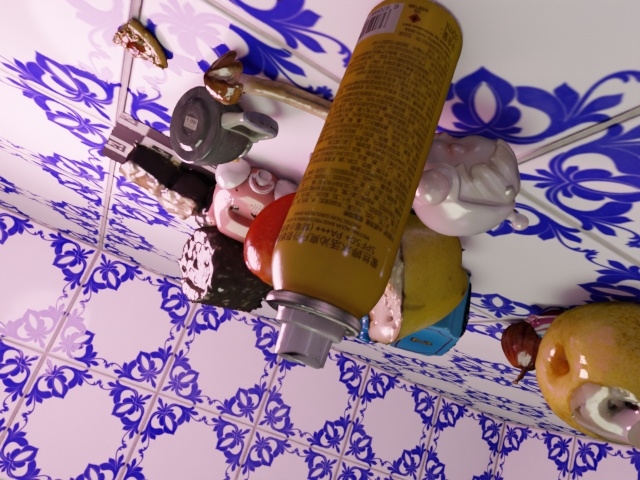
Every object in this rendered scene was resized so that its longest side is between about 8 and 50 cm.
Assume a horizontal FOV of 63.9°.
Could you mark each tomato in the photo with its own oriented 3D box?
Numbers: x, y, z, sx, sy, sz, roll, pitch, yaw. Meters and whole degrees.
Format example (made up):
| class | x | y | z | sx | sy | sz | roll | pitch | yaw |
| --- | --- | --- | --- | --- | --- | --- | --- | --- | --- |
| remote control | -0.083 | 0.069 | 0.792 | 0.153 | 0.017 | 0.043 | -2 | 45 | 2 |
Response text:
| class | x | y | z | sx | sy | sz | roll | pitch | yaw |
| --- | --- | --- | --- | --- | --- | --- | --- | --- | --- |
| tomato | 0.000 | 0.000 | 0.837 | 0.233 | 0.200 | 0.139 | 30 | 135 | 1 |

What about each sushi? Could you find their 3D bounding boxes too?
| class | x | y | z | sx | sy | sz | roll | pitch | yaw |
| --- | --- | --- | --- | --- | --- | --- | --- | --- | --- |
| sushi | -0.298 | -0.091 | 1.104 | 0.373 | 0.100 | 0.296 | 29 | 159 | -25 |

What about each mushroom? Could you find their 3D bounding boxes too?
| class | x | y | z | sx | sy | sz | roll | pitch | yaw |
| --- | --- | --- | --- | --- | --- | --- | --- | --- | --- |
| mushroom | -0.058 | -0.191 | 0.664 | 0.187 | 0.060 | 0.061 | 13 | 147 | -6 |

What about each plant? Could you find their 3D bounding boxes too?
| class | x | y | z | sx | sy | sz | roll | pitch | yaw |
| --- | --- | --- | --- | --- | --- | --- | --- | --- | --- |
| plant | -0.141 | 0.065 | 1.125 | 0.320 | 0.182 | 0.194 | 8 | 147 | -42 |

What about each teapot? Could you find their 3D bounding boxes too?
| class | x | y | z | sx | sy | sz | roll | pitch | yaw |
| --- | --- | --- | --- | --- | --- | --- | --- | --- | --- |
| teapot | -0.139 | -0.171 | 0.753 | 0.149 | 0.111 | 0.108 | -33 | 160 | 31 |

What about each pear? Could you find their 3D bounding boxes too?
| class | x | y | z | sx | sy | sz | roll | pitch | yaw |
| --- | --- | --- | --- | --- | --- | --- | --- | --- | --- |
| pear | 0.541 | 0.235 | 0.933 | 0.271 | 0.271 | 0.271 | 18 | 161 | 6 |
| pear | 0.177 | 0.066 | 0.915 | 0.178 | 0.267 | 0.267 | 3 | 163 | -8 |

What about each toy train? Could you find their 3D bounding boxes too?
| class | x | y | z | sx | sy | sz | roll | pitch | yaw |
| --- | --- | --- | --- | --- | --- | --- | --- | --- | --- |
| toy train | 0.192 | 0.148 | 1.149 | 0.265 | 0.188 | 0.300 | 13 | 159 | 7 |

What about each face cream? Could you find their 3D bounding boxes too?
| class | x | y | z | sx | sy | sz | roll | pitch | yaw |
| --- | --- | --- | --- | --- | --- | --- | --- | --- | --- |
| face cream | 0.038 | -0.056 | 0.470 | 0.105 | 0.349 | 0.105 | 18 | 161 | 6 |

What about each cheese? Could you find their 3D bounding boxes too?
| class | x | y | z | sx | sy | sz | roll | pitch | yaw |
| --- | --- | --- | --- | --- | --- | --- | --- | --- | --- |
| cheese | 0.566 | 0.205 | 1.104 | 0.244 | 0.062 | 0.155 | 18 | 159 | 6 |

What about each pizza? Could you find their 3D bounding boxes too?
| class | x | y | z | sx | sy | sz | roll | pitch | yaw |
| --- | --- | --- | --- | --- | --- | --- | --- | --- | --- |
| pizza | -0.253 | -0.262 | 0.700 | 0.078 | 0.025 | 0.083 | 8 | 159 | 25 |

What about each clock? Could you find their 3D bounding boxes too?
| class | x | y | z | sx | sy | sz | roll | pitch | yaw |
| --- | --- | --- | --- | --- | --- | --- | --- | --- | --- |
| clock | -0.130 | -0.070 | 0.969 | 0.166 | 0.093 | 0.162 | 24 | 139 | -9 |

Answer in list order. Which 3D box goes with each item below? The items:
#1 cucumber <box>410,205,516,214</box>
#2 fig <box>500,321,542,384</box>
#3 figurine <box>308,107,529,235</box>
| class | x | y | z | sx | sy | sz | roll | pitch | yaw |
| --- | --- | --- | --- | --- | --- | --- | --- | --- | --- |
| cucumber | 0.134 | -0.071 | 0.764 | 0.300 | 0.072 | 0.072 | 15 | 161 | 17 |
| fig | 0.503 | 0.262 | 1.236 | 0.128 | 0.150 | 0.128 | 0 | 126 | 0 |
| figurine | 0.121 | -0.070 | 0.602 | 0.256 | 0.145 | 0.182 | 13 | 178 | 13 |
